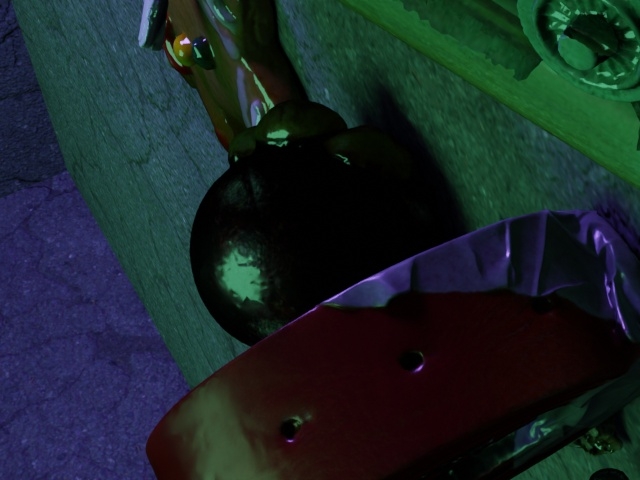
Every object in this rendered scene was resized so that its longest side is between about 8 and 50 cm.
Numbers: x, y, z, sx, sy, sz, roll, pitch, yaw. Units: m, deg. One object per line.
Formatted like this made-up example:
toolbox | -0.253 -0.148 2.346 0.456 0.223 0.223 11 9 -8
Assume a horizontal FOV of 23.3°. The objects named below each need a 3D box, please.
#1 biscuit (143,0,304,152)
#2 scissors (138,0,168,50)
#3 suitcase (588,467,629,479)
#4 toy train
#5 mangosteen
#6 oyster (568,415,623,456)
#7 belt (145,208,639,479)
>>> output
biscuit | -0.122 -0.201 1.568 0.432 0.064 0.283 36 148 64
scissors | -0.140 -0.271 1.401 0.101 0.027 0.204 -126 43 -59
suitcase | 0.231 0.301 0.933 0.312 0.128 0.202 48 158 51
toy train | 0.055 -0.130 0.657 0.307 0.126 0.189 33 147 9
mangosteen | 0.000 0.000 1.194 0.210 0.210 0.210 59 166 25
oyster | 0.144 0.091 1.071 0.165 0.053 0.108 58 173 25
belt | 0.055 0.099 0.934 0.115 0.324 0.227 63 -166 18
